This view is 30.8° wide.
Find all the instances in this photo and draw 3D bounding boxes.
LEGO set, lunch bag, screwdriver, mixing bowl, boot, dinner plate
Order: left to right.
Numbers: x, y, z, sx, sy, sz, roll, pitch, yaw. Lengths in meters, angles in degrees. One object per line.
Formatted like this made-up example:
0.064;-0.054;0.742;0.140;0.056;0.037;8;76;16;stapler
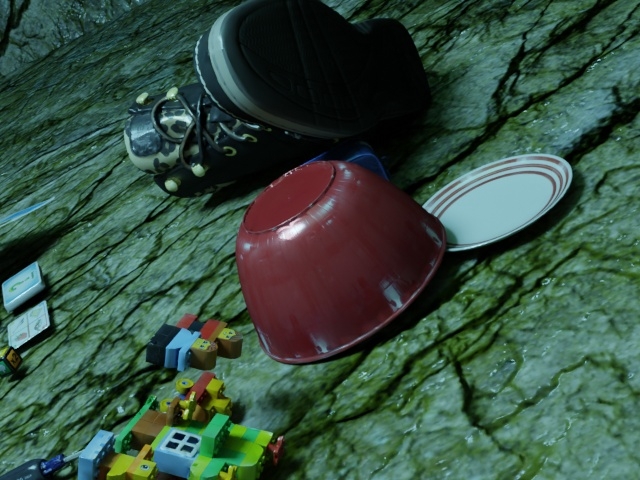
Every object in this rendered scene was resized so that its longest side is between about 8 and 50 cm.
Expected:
-0.375;0.101;1.223;0.182;0.060;0.244;-34;24;-3;LEGO set
-0.188;0.164;0.908;0.170;0.024;0.025;-29;52;16;screwdriver
-0.080;-0.134;1.172;0.284;0.138;0.377;-18;1;29;boot
0.000;0.000;0.933;0.181;0.098;0.181;-28;26;15;mixing bowl
0.021;-0.050;1.074;0.098;0.067;0.065;-26;24;-2;lunch bag
0.142;-0.028;0.958;0.141;0.017;0.141;-24;24;12;dinner plate

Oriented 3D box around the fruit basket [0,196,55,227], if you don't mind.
-0.536;0.043;1.382;0.327;0.165;0.353;-19;17;35;fruit basket

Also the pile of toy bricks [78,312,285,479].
-0.078;0.137;0.782;0.105;0.118;0.212;13;25;10;pile of toy bricks
